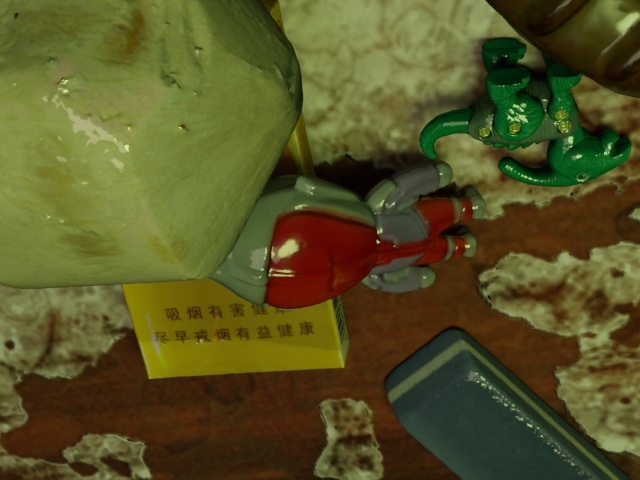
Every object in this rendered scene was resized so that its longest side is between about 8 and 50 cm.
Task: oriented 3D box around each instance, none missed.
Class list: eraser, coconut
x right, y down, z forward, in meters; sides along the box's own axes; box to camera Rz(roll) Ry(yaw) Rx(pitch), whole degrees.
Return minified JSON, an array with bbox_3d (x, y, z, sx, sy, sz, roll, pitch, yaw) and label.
[{"bbox_3d":[0.149,0.161,1.013,0.225,0.036,0.082,41,121,-12],"label":"eraser"},{"bbox_3d":[-0.119,-0.086,0.774,0.241,0.241,0.241,6,122,10],"label":"coconut"}]

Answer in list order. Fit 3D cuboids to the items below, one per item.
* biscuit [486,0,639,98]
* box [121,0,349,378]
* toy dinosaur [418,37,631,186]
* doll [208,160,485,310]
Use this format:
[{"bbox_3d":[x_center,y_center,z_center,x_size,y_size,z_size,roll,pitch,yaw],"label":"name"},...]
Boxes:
[{"bbox_3d":[0.208,-0.221,0.701,0.332,0.103,0.332,0,118,-1],"label":"biscuit"},{"bbox_3d":[-0.076,-0.026,0.949,0.152,0.043,0.269,-4,119,12],"label":"box"},{"bbox_3d":[0.127,-0.072,0.870,0.132,0.059,0.096,-6,125,7],"label":"toy dinosaur"},{"bbox_3d":[0.000,0.000,0.886,0.227,0.075,0.102,-7,124,-20],"label":"doll"}]
